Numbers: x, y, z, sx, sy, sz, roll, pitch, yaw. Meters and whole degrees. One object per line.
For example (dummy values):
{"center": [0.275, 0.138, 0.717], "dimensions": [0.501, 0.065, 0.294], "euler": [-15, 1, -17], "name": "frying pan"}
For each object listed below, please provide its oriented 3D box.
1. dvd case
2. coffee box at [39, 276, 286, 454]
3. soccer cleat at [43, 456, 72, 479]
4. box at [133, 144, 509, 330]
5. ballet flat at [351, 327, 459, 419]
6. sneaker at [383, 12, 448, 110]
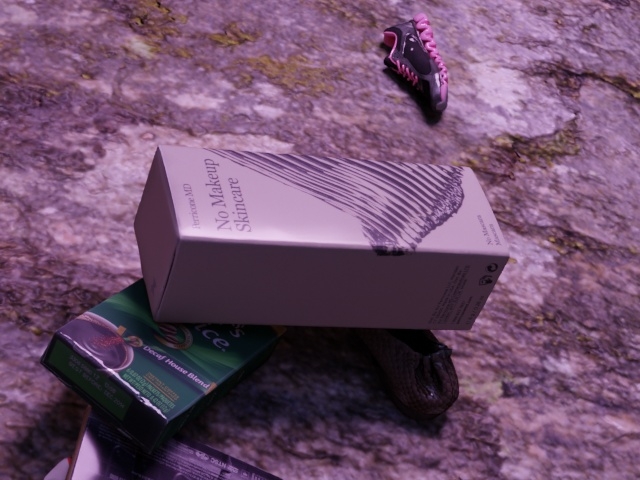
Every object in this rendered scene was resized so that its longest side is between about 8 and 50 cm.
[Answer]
{"center": [-0.114, 0.231, 0.967], "dimensions": [0.165, 0.018, 0.221], "euler": [27, 44, -17], "name": "dvd case"}
{"center": [-0.116, 0.080, 1.064], "dimensions": [0.113, 0.040, 0.184], "euler": [38, 31, 12], "name": "coffee box"}
{"center": [-0.169, 0.196, 0.999], "dimensions": [0.036, 0.029, 0.083], "euler": [-32, 81, -2], "name": "soccer cleat"}
{"center": [0.000, 0.000, 1.096], "dimensions": [0.275, 0.094, 0.113], "euler": [2, 44, -23], "name": "box"}
{"center": [0.036, 0.042, 1.174], "dimensions": [0.084, 0.058, 0.250], "euler": [-21, 63, -33], "name": "ballet flat"}
{"center": [0.093, -0.174, 1.384], "dimensions": [0.057, 0.047, 0.119], "euler": [-12, 55, -6], "name": "sneaker"}
